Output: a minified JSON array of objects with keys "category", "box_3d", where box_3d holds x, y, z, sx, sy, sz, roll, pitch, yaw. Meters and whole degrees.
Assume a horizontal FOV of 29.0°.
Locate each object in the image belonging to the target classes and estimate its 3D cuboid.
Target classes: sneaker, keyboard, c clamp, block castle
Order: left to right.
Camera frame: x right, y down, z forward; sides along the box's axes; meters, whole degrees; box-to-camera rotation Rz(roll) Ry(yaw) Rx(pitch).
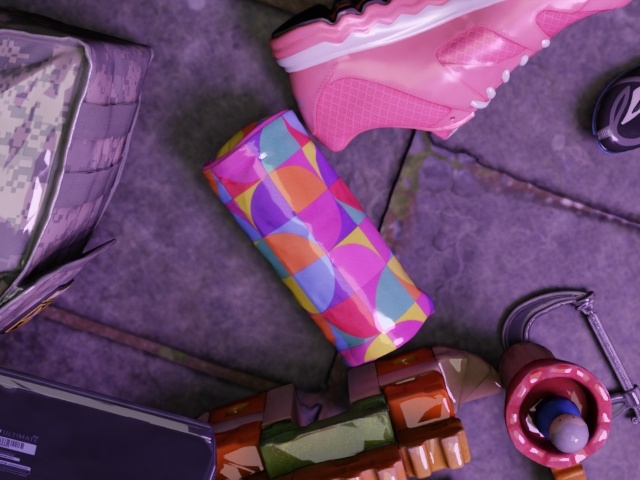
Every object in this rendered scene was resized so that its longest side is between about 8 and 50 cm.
[{"category":"keyboard","box_3d":[-0.242,0.167,0.918,0.317,0.033,0.201,16,122,-6]},{"category":"block castle","box_3d":[0.045,0.279,1.043,0.454,0.213,0.302,-17,98,3]},{"category":"sneaker","box_3d":[0.121,-0.161,1.064,0.314,0.116,0.136,-13,108,6]},{"category":"c clamp","box_3d":[0.247,0.109,1.134,0.137,0.022,0.160,-33,97,9]},{"category":"sneaker","box_3d":[0.322,-0.134,1.075,0.188,0.078,0.067,-24,97,2]}]

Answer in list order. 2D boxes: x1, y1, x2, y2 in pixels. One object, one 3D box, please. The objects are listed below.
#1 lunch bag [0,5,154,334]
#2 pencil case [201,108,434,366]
[{"category":"lunch bag","box_3d":[-0.253,-0.037,0.986,0.169,0.235,0.286,17,98,2]},{"category":"pencil case","box_3d":[0.000,0.000,1.074,0.104,0.104,0.236,-36,99,3]}]
